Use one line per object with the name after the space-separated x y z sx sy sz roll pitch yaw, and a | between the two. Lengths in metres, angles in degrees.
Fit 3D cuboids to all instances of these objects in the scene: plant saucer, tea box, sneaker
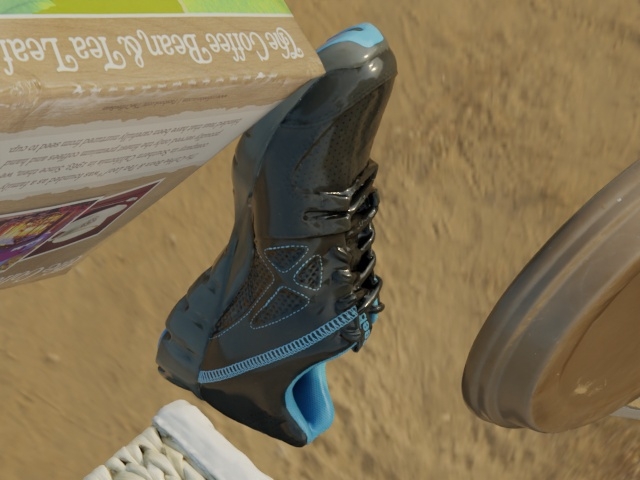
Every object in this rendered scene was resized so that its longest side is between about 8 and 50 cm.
0.205 0.025 1.079 0.278 0.278 0.041 -37 64 -5 | plant saucer
-0.221 -0.145 0.868 0.220 0.329 0.323 -35 83 24 | tea box
0.000 0.000 1.278 0.140 0.341 0.125 34 37 16 | sneaker

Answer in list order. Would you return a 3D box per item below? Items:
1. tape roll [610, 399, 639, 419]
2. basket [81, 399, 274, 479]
0.402 0.142 1.781 0.392 0.392 0.072 5 82 6 | tape roll
-0.100 0.389 1.544 0.266 0.328 0.331 -36 55 -24 | basket
